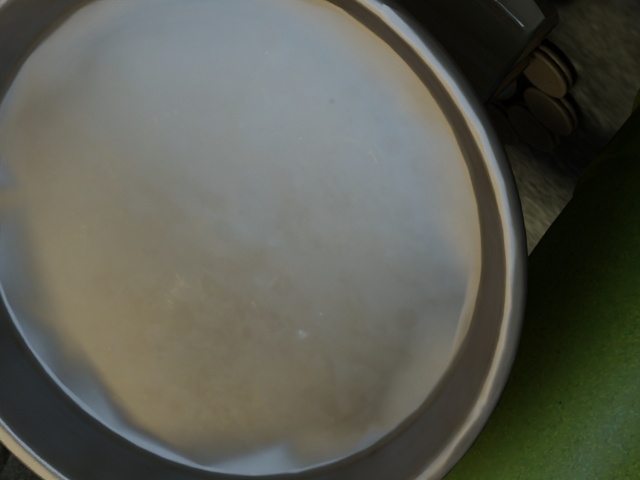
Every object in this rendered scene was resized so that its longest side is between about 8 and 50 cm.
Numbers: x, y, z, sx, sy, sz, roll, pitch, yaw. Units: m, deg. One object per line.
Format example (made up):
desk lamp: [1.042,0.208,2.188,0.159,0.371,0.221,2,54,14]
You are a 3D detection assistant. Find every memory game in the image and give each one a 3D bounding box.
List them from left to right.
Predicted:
memory game: [0.079,-0.123,1.152,0.186,0.012,0.186,42,165,15]

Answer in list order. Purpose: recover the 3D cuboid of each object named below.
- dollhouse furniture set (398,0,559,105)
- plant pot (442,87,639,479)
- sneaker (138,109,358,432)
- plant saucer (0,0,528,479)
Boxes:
dollhouse furniture set: [-0.079,-0.191,0.906,0.394,0.256,0.362,45,164,5]
plant pot: [0.181,0.157,0.951,0.366,0.353,0.366,42,164,15]
sneaker: [-0.080,-0.025,0.936,0.330,0.130,0.147,14,111,15]
plant saucer: [-0.046,0.000,0.839,0.278,0.278,0.041,46,-155,-1]
